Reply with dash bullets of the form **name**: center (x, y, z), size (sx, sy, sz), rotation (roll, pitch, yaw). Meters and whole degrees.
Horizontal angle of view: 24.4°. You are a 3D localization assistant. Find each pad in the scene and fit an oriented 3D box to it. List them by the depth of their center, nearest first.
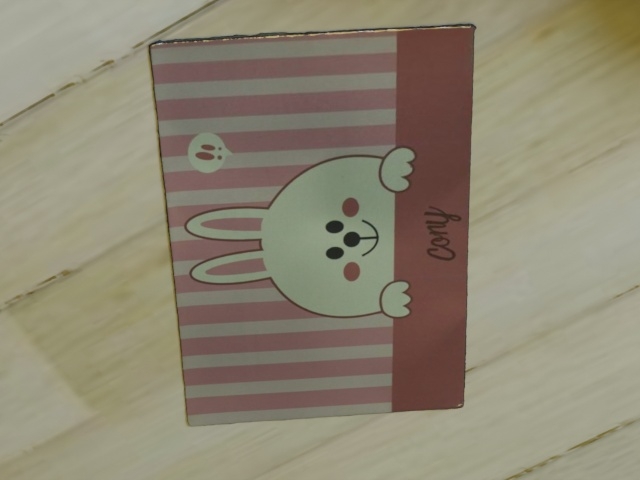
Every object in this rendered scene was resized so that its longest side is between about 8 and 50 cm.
- **pad**: center (0.000, 0.000, 0.974), size (0.202, 0.005, 0.300), rotation (-4, 123, -4)
